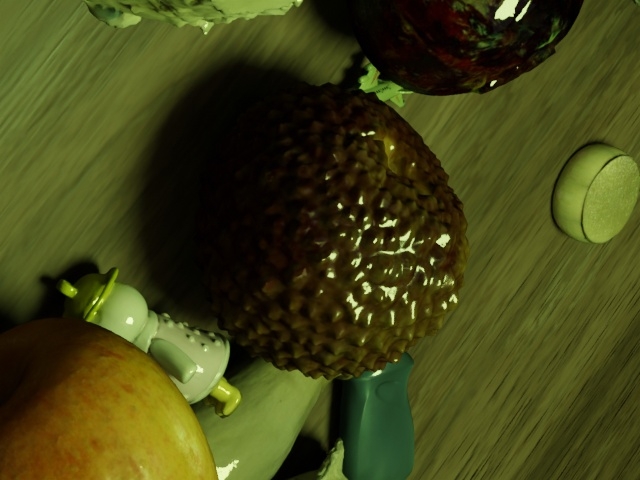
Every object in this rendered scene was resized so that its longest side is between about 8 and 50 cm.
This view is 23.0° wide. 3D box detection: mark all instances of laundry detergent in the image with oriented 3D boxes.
[{"bbox_3d":[0.060,0.182,1.739,0.096,0.061,0.206,-23,126,-30],"label":"laundry detergent"}]

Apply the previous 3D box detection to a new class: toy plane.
[{"bbox_3d":[0.049,-0.144,1.556,0.111,0.040,0.102,-18,122,-39],"label":"toy plane"}]

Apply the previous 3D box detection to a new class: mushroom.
[{"bbox_3d":[-0.092,0.187,1.534,0.350,0.128,0.128,-46,138,-24],"label":"mushroom"}]

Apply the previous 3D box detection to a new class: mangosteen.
[{"bbox_3d":[0.112,-0.271,1.444,0.231,0.231,0.289,-40,103,-24],"label":"mangosteen"}]

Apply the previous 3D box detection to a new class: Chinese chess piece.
[{"bbox_3d":[0.332,-0.056,1.899,0.122,0.051,0.122,-24,125,-38],"label":"Chinese chess piece"}]

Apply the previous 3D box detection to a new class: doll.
[{"bbox_3d":[-0.153,0.090,1.417,0.207,0.129,0.081,37,89,-28],"label":"doll"}]

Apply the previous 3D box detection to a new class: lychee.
[{"bbox_3d":[0.000,0.000,1.440,0.267,0.267,0.267,-24,128,-36],"label":"lychee"}]

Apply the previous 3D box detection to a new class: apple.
[{"bbox_3d":[-0.228,0.217,1.288,0.299,0.299,0.275,-28,114,-34],"label":"apple"}]

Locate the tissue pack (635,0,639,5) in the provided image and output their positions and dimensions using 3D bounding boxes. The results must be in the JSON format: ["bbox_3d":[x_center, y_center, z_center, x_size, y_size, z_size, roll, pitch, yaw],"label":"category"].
[{"bbox_3d":[0.579,-0.400,1.797,0.253,0.264,0.417,24,94,-49],"label":"tissue pack"}]

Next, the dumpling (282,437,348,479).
[{"bbox_3d":[-0.004,0.304,1.698,0.247,0.142,0.172,94,12,-45],"label":"dumpling"}]

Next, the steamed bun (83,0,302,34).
[{"bbox_3d":[-0.132,-0.313,1.094,0.333,0.233,0.312,27,79,-14],"label":"steamed bun"}]
